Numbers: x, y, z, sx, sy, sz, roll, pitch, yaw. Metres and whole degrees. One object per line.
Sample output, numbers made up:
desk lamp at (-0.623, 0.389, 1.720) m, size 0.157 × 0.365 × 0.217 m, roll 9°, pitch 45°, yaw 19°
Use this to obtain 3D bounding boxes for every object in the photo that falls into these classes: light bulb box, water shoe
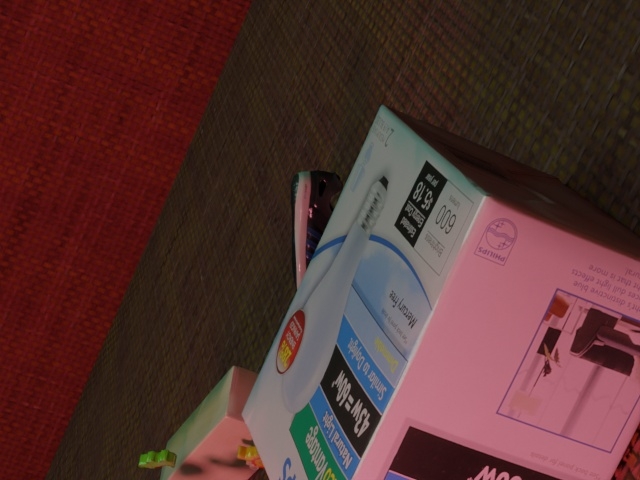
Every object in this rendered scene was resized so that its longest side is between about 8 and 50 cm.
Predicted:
light bulb box at (0.117, 0.110, 1.379) m, size 0.361 × 0.225 × 0.358 m, roll -66°, pitch 17°, yaw 10°
water shoe at (0.000, 0.000, 2.145) m, size 0.073 × 0.080 × 0.203 m, roll -105°, pitch 14°, yaw -68°

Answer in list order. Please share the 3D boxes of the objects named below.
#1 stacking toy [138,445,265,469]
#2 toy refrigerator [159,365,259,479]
stacking toy at (-0.169, 0.373, 2.076) m, size 0.221 × 0.052 × 0.167 m, roll -8°, pitch 55°, yaw 26°
toy refrigerator at (-0.138, 0.287, 2.181) m, size 0.269 × 0.102 × 0.094 m, roll 130°, pitch 155°, yaw -49°
